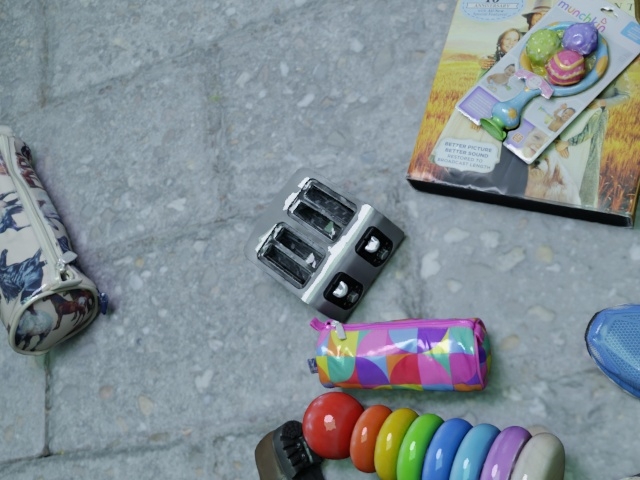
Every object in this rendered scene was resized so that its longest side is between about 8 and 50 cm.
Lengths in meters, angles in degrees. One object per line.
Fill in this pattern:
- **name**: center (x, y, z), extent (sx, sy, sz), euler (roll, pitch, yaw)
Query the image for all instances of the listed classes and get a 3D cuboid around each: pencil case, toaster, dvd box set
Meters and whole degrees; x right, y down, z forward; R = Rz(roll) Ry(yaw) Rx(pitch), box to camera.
- **pencil case**: center (-0.519, -0.013, 1.211), extent (0.183, 0.160, 0.410), euler (-48, 61, 23)
- **pencil case**: center (0.104, 0.150, 0.929), extent (0.237, 0.104, 0.104), euler (-3, 73, 19)
- **toaster**: center (0.000, 0.000, 1.015), extent (0.186, 0.110, 0.168), euler (35, 89, 28)
- **dvd box set**: center (0.322, -0.246, 0.979), extent (0.308, 0.062, 0.420), euler (14, 80, 25)

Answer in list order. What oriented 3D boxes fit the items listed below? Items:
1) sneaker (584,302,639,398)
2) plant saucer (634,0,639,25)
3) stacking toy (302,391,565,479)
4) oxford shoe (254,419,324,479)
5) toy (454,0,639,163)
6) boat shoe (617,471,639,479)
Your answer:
- **sneaker**: center (0.454, 0.149, 0.755), extent (0.330, 0.147, 0.129), euler (22, 84, 28)
- **plant saucer**: center (0.435, -0.204, 0.742), extent (0.081, 0.333, 0.332), euler (-36, 75, 21)
- **stacking toy**: center (0.125, 0.267, 0.883), extent (0.331, 0.141, 0.141), euler (11, 79, 33)
- **oxford shoe**: center (-0.029, 0.367, 0.944), extent (0.096, 0.083, 0.227), euler (-35, 62, 30)
- **toy**: center (0.303, -0.231, 0.916), extent (0.237, 0.056, 0.137), euler (-47, 65, 4)
- **boat shoe**: center (0.355, 0.298, 0.810), extent (0.137, 0.043, 0.049), euler (-20, 66, 15)
